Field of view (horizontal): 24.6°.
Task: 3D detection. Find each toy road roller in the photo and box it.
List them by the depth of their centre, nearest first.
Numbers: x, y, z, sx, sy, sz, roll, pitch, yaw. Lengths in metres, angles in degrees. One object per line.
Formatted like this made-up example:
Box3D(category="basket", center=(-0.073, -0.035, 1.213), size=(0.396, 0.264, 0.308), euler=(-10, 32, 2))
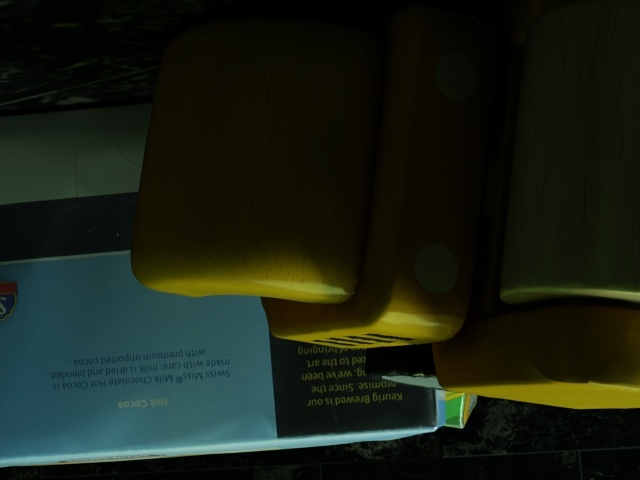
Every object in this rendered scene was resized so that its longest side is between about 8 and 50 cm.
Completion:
Box3D(category="toy road roller", center=(0.046, -0.029, 0.734), size=(0.240, 0.202, 0.329), euler=(10, 170, -20))

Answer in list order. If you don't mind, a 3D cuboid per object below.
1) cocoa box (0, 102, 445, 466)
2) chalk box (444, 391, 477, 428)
Box3D(category="cocoa box", center=(-0.091, 0.034, 1.021), size=(0.347, 0.228, 0.231), euler=(-5, 173, 5))
Box3D(category="chalk box", center=(0.043, 0.103, 1.712), size=(0.289, 0.179, 0.180), euler=(7, -176, 12))
